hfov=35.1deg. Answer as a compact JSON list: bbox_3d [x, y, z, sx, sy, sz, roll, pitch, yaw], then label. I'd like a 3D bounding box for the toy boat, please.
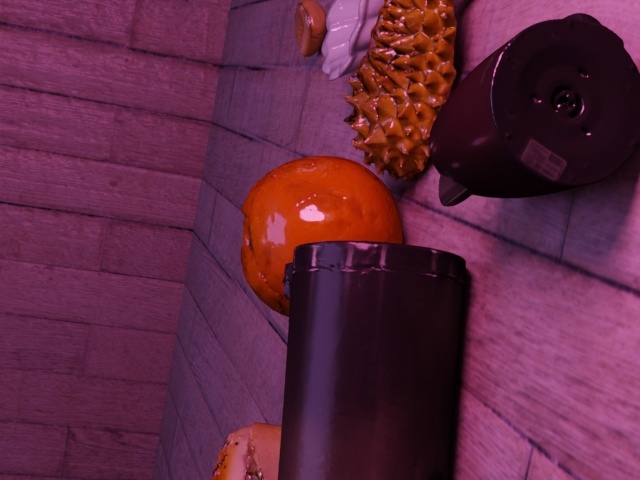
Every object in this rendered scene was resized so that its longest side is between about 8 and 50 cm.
[{"bbox_3d":[0.076,-0.381,1.539,0.199,0.100,0.290,-148,66,-72],"label":"toy boat"}]

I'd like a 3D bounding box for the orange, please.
[{"bbox_3d":[0.000,0.000,1.388,0.240,0.240,0.240,-172,90,-74],"label":"orange"}]

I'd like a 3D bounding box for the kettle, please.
[{"bbox_3d":[0.192,-0.129,0.962,0.202,0.144,0.232,-64,11,-10],"label":"kettle"}]

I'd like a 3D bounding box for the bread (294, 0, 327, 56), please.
[{"bbox_3d":[-0.014,-0.410,1.944,0.115,0.056,0.082,103,150,-63],"label":"bread"}]

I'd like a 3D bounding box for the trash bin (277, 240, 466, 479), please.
[{"bbox_3d":[0.055,0.164,1.156,0.252,0.203,0.301,-2,79,37],"label":"trash bin"}]

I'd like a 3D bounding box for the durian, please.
[{"bbox_3d":[0.099,-0.208,1.324,0.341,0.112,0.191,109,164,-48],"label":"durian"}]

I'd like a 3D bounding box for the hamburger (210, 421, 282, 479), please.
[{"bbox_3d":[-0.068,0.400,1.423,0.300,0.176,0.300,173,90,-87],"label":"hamburger"}]
